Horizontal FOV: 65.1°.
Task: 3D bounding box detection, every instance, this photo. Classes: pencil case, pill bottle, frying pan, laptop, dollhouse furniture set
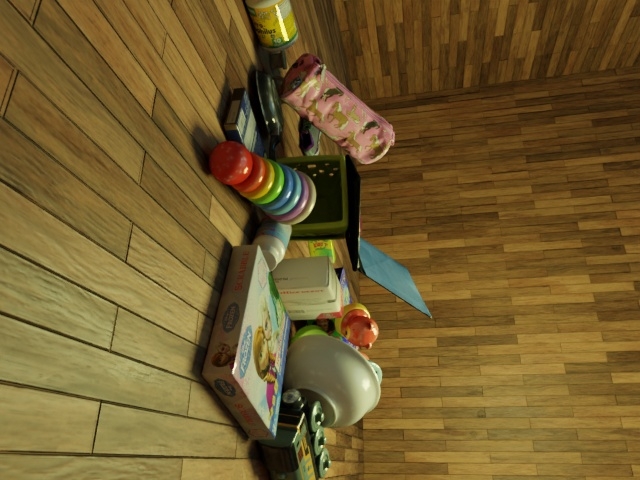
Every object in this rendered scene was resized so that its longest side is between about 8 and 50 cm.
[{"bbox_3d":[0.056,-0.396,1.550,0.386,0.160,0.167,34,0,-28],"label":"pencil case"},{"bbox_3d":[-0.127,0.007,1.274,0.160,0.087,0.087,-78,161,-56],"label":"pill bottle"},{"bbox_3d":[-0.140,-0.640,1.378,0.208,0.117,0.118,71,18,-55],"label":"pill bottle"},{"bbox_3d":[-0.138,-0.337,1.385,0.197,0.053,0.326,73,7,-51],"label":"frying pan"},{"bbox_3d":[0.197,-0.030,1.528,0.382,0.236,0.409,-97,-173,-71],"label":"laptop"},{"bbox_3d":[-0.088,-0.541,1.657,0.182,0.101,0.161,-65,149,-69],"label":"dollhouse furniture set"}]

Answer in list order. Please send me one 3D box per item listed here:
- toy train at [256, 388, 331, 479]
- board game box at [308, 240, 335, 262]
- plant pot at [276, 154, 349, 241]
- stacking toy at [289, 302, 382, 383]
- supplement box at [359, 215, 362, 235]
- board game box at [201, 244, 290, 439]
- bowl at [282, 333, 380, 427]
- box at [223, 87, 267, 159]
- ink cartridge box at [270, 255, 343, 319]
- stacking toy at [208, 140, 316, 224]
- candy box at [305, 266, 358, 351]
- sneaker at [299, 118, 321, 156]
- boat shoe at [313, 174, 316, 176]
[{"bbox_3d":[-0.068,0.550,1.290,0.190,0.142,0.334,-54,142,-55],"label":"toy train"},{"bbox_3d":[0.000,0.000,1.942,0.043,0.092,0.182,-67,151,-66],"label":"board game box"},{"bbox_3d":[-0.027,-0.113,1.523,0.207,0.226,0.229,73,15,-74],"label":"plant pot"},{"bbox_3d":[0.064,0.380,1.565,0.130,0.279,0.309,-146,-136,-61],"label":"stacking toy"},{"bbox_3d":[0.077,-0.076,2.121,0.081,0.188,0.104,-82,164,-47],"label":"supplement box"},{"bbox_3d":[-0.149,0.231,1.128,0.318,0.065,0.319,74,16,-47],"label":"board game box"},{"bbox_3d":[0.005,0.417,1.388,0.134,0.297,0.298,-45,133,-51],"label":"bowl"},{"bbox_3d":[-0.179,-0.239,1.230,0.225,0.036,0.137,74,16,-51],"label":"box"},{"bbox_3d":[-0.036,0.145,1.477,0.237,0.171,0.100,68,20,-58],"label":"ink cartridge box"},{"bbox_3d":[-0.134,-0.133,1.136,0.330,0.141,0.141,22,63,-65],"label":"stacking toy"},{"bbox_3d":[0.047,0.298,1.761,0.268,0.122,0.318,-69,147,-64],"label":"candy box"},{"bbox_3d":[-0.039,-0.434,1.944,0.098,0.083,0.224,39,48,-69],"label":"sneaker"},{"bbox_3d":[-0.021,-0.192,1.995,0.190,0.068,0.072,71,30,-54],"label":"boat shoe"}]
